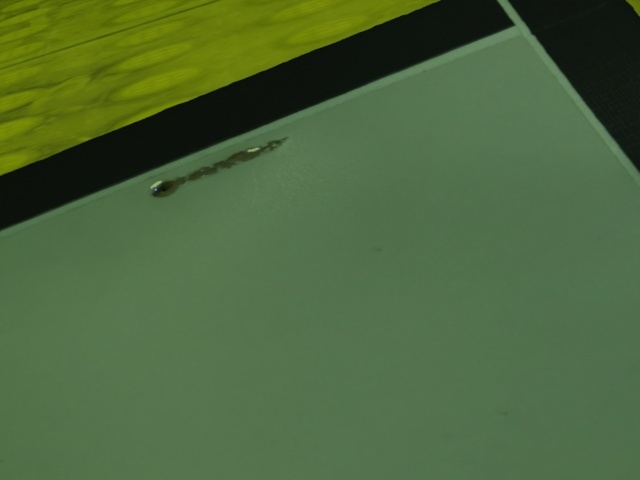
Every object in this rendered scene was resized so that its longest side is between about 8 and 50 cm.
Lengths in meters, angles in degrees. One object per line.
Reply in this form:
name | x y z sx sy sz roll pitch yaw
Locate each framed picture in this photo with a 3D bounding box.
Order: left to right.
framed picture | 0.004 0.044 0.476 0.265 0.016 0.347 -23 34 -3
